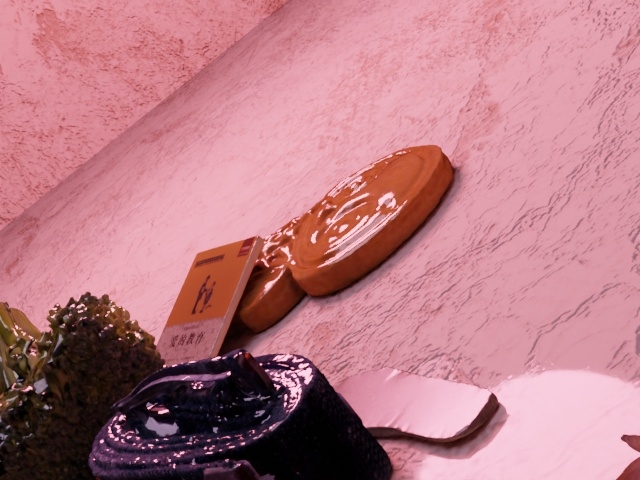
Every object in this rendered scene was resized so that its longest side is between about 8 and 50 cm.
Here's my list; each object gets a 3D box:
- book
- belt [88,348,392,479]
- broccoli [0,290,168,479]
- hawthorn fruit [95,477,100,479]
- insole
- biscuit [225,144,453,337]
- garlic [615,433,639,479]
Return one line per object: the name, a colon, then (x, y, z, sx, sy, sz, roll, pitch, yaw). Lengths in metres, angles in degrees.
book: (-0.116, 0.079, 1.135, 0.118, 0.012, 0.172, -15, 48, 53)
belt: (-0.065, 0.133, 0.783, 0.218, 0.128, 0.122, -17, 27, 49)
broccoli: (-0.219, 0.135, 0.983, 0.198, 0.226, 0.176, -37, 41, -27)
hawthorn fruit: (-0.143, 0.197, 0.927, 0.067, 0.067, 0.103, -51, -7, -33)
insole: (0.051, 0.110, 0.802, 0.063, 0.010, 0.192, -48, 20, -23)
biscuit: (-0.001, -0.001, 1.145, 0.289, 0.044, 0.202, -29, 20, 26)
garlic: (0.130, 0.131, 0.470, 0.128, 0.090, 0.198, -38, 16, 50)
